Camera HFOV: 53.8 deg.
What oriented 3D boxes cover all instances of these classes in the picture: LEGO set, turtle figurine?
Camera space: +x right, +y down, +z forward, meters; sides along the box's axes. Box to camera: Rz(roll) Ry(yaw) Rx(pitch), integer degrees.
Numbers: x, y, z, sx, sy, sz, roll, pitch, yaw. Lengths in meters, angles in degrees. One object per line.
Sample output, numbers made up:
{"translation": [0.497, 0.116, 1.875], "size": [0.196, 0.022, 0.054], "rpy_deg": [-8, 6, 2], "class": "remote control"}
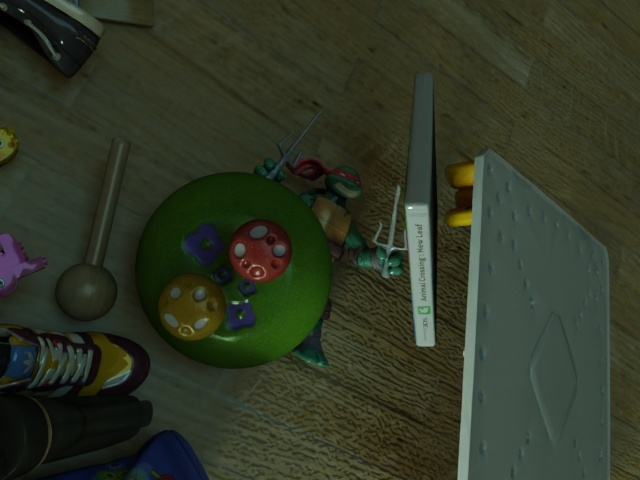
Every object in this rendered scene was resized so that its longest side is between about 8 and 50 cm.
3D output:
{"translation": [-0.289, -0.054, 0.521], "size": [0.093, 0.087, 0.227], "rpy_deg": [-25, 95, -25], "class": "LEGO set"}
{"translation": [0.000, 0.000, 0.649], "size": [0.175, 0.118, 0.234], "rpy_deg": [24, 86, -3], "class": "turtle figurine"}

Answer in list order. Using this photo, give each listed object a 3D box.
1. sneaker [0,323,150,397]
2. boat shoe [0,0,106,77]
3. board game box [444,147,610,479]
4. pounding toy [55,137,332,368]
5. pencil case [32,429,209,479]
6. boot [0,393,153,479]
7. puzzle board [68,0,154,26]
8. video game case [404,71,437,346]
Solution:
{"translation": [-0.231, 0.106, 0.525], "size": [0.185, 0.084, 0.070], "rpy_deg": [6, 77, -26], "class": "sneaker"}
{"translation": [-0.302, -0.217, 0.563], "size": [0.206, 0.075, 0.065], "rpy_deg": [26, 91, -16], "class": "boat shoe"}
{"translation": [0.238, 0.149, 0.700], "size": [0.389, 0.050, 0.390], "rpy_deg": [23, 68, -47], "class": "board game box"}
{"translation": [-0.104, 0.022, 0.540], "size": [0.236, 0.110, 0.183], "rpy_deg": [18, 92, -2], "class": "pounding toy"}
{"translation": [-0.231, 0.242, 0.480], "size": [0.306, 0.133, 0.120], "rpy_deg": [-11, 126, -28], "class": "pencil case"}
{"translation": [-0.247, 0.158, 0.495], "size": [0.137, 0.197, 0.077], "rpy_deg": [17, 67, -64], "class": "boot"}
{"translation": [-0.237, -0.271, 0.642], "size": [0.128, 0.011, 0.097], "rpy_deg": [-1, 81, -27], "class": "puzzle board"}
{"translation": [0.107, -0.033, 0.650], "size": [0.023, 0.193, 0.213], "rpy_deg": [-1, 44, 12], "class": "video game case"}
